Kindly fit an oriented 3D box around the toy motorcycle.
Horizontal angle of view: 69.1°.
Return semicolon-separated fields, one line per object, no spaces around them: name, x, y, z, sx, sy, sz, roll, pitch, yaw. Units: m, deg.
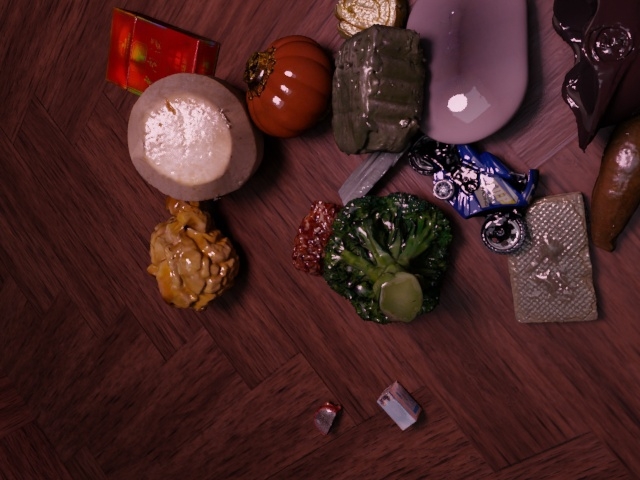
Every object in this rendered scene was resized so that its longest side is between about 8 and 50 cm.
toy motorcycle;0.309;-0.128;0.912;0.169;0.113;0.315;-44;72;20

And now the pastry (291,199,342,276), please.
pastry;-0.001;-0.001;1.125;0.115;0.097;0.208;44;122;24

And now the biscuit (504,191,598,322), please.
biscuit;0.447;0.038;0.908;0.150;0.052;0.252;-6;99;30

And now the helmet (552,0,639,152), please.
helmet;0.470;-0.303;0.709;0.177;0.225;0.305;-10;91;19

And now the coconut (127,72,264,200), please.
coconut;-0.286;-0.240;1.100;0.323;0.323;0.323;8;107;27

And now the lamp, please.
lamp;-0.069;-0.333;1.013;0.223;0.197;0.223;-31;50;45

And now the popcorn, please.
popcorn;-0.347;0.025;1.253;0.265;0.225;0.332;13;113;52

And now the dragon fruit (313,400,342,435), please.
dragon fruit;0.017;0.475;1.261;0.060;0.056;0.083;24;110;20

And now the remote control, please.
remote control;0.264;-0.342;0.856;0.221;0.103;0.332;-1;89;29

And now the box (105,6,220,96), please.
box;-0.430;-0.475;1.241;0.313;0.089;0.197;28;116;21

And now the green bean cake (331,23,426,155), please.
green bean cake;0.102;-0.277;0.891;0.222;0.125;0.227;-147;56;-68

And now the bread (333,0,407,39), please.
bread;0.100;-0.470;0.961;0.156;0.064;0.117;21;108;24

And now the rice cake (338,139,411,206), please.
rice cake;0.116;-0.158;1.022;0.040;0.085;0.226;29;123;-20

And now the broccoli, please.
broccoli;0.145;0.041;0.949;0.298;0.297;0.297;-1;104;-3

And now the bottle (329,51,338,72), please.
bottle;0.060;-0.343;1.022;0.053;0.053;0.140;-11;97;31

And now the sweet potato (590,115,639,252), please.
sweet potato;0.533;-0.109;0.797;0.112;0.085;0.285;-1;110;-17

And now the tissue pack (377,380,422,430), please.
tissue pack;0.194;0.403;1.134;0.094;0.074;0.058;47;113;12
